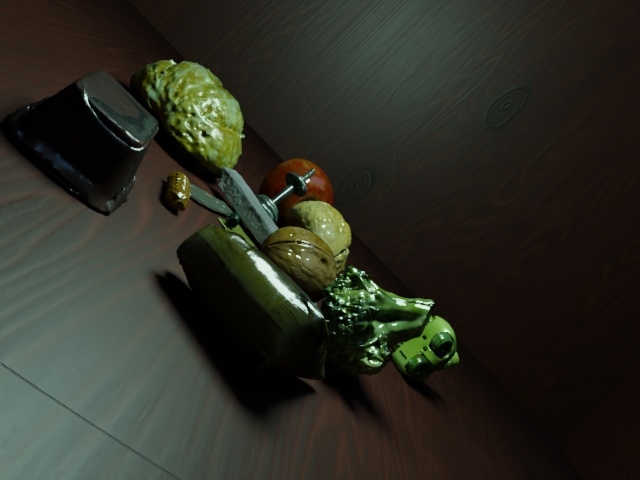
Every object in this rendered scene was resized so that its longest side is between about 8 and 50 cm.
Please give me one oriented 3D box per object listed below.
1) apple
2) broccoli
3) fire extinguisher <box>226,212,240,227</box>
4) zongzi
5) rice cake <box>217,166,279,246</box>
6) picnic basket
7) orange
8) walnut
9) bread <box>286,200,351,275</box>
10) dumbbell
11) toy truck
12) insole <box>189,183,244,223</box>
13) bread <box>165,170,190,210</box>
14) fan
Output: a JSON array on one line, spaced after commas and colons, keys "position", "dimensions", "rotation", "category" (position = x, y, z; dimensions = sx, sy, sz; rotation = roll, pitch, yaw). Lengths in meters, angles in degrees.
[{"position": [-0.075, -0.137, 2.018], "dimensions": [0.230, 0.230, 0.230], "rotation": [45, 9, -9], "category": "apple"}, {"position": [0.120, 0.182, 1.421], "dimensions": [0.288, 0.245, 0.248], "rotation": [-60, 150, -49], "category": "broccoli"}, {"position": [-0.209, -0.053, 1.591], "dimensions": [0.038, 0.025, 0.083], "rotation": [38, 10, -9], "category": "fire extinguisher"}, {"position": [-0.103, 0.122, 1.136], "dimensions": [0.274, 0.145, 0.300], "rotation": [44, -9, 21], "category": "zongzi"}, {"position": [-0.149, -0.039, 1.661], "dimensions": [0.365, 0.056, 0.072], "rotation": [52, 18, 22], "category": "rice cake"}, {"position": [-0.374, -0.184, 1.128], "dimensions": [0.222, 0.129, 0.297], "rotation": [45, 10, -18], "category": "picnic basket"}, {"position": [-0.336, -0.342, 1.760], "dimensions": [0.369, 0.210, 0.271], "rotation": [51, 7, 11], "category": "orange"}, {"position": [-0.052, 0.057, 1.472], "dimensions": [0.207, 0.167, 0.167], "rotation": [36, 14, -46], "category": "walnut"}, {"position": [0.000, 0.000, 1.847], "dimensions": [0.244, 0.134, 0.245], "rotation": [48, -32, 44], "category": "bread"}, {"position": [-0.105, -0.122, 1.803], "dimensions": [0.110, 0.254, 0.110], "rotation": [36, -29, 24], "category": "dumbbell"}, {"position": [0.302, 0.328, 1.916], "dimensions": [0.148, 0.187, 0.211], "rotation": [51, -14, 46], "category": "toy truck"}, {"position": [-0.257, -0.088, 1.613], "dimensions": [0.081, 0.011, 0.248], "rotation": [49, 10, 31], "category": "insole"}, {"position": [-0.299, -0.105, 1.394], "dimensions": [0.052, 0.044, 0.157], "rotation": [40, 11, -23], "category": "bread"}, {"position": [-0.125, 0.053, 1.616], "dimensions": [0.335, 0.011, 0.229], "rotation": [44, 9, -17], "category": "fan"}]
